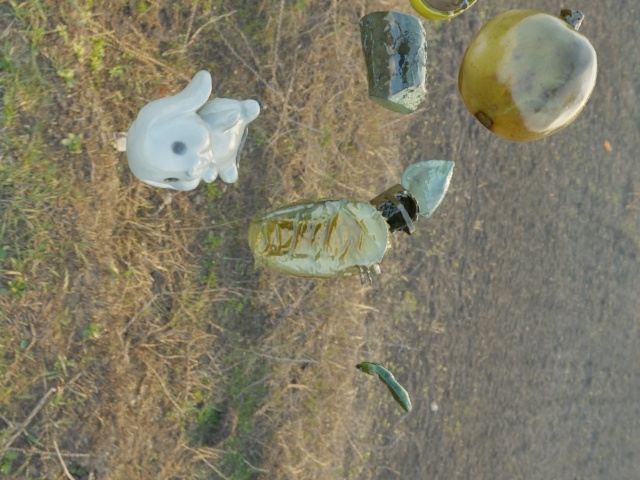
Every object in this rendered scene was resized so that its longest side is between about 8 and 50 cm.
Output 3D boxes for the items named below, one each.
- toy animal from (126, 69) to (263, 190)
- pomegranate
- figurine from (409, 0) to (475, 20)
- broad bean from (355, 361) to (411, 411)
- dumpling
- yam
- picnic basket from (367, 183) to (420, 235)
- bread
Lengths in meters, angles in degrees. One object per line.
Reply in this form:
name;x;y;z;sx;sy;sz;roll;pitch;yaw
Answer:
toy animal;-0.261;-0.217;1.094;0.249;0.174;0.289;-64;169;7
pomegranate;0.448;-0.355;1.184;0.307;0.307;0.307;-5;98;-45
figurine;0.293;-0.616;1.212;0.187;0.215;0.343;41;16;-4
broad bean;0.186;0.389;1.472;0.195;0.061;0.046;39;40;-1
dumpling;0.350;-0.182;1.770;0.149;0.105;0.216;19;117;-18
yam;0.229;-0.537;1.645;0.202;0.201;0.271;6;90;-42
picnic basket;0.225;-0.080;1.577;0.138;0.178;0.128;-32;121;3
bread;0.003;-0.013;1.446;0.183;0.389;0.236;33;64;-74
